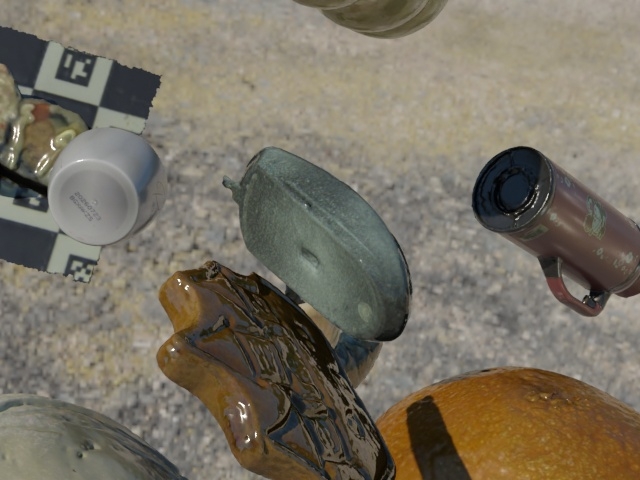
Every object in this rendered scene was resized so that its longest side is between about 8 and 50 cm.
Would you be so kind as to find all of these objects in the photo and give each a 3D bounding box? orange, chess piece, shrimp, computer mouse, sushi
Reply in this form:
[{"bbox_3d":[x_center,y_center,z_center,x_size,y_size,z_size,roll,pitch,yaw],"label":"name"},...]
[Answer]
[{"bbox_3d":[0.181,0.278,0.957,0.322,0.322,0.357,-17,26,-38],"label":"orange"},{"bbox_3d":[0.013,-0.289,1.059,0.167,0.167,0.300,21,12,21],"label":"chess piece"},{"bbox_3d":[0.017,0.169,1.860,0.068,0.185,0.287,-9,-17,38],"label":"shrimp"},{"bbox_3d":[0.005,-0.001,0.937,0.068,0.113,0.229,-23,51,-36],"label":"computer mouse"},{"bbox_3d":[-0.411,-0.142,1.314,0.373,0.296,0.100,17,-15,-2],"label":"sushi"}]

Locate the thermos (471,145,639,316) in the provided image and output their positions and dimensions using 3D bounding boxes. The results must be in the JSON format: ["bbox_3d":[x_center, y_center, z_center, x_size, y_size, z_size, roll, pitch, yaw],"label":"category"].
[{"bbox_3d":[0.331,0.005,1.386,0.330,0.109,0.136,27,41,-43],"label":"thermos"}]

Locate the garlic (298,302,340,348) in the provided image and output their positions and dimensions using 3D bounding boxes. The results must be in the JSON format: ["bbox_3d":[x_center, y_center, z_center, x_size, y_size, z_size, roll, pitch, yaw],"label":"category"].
[{"bbox_3d":[-0.056,0.152,1.644,0.174,0.124,0.099,-21,28,-14],"label":"garlic"}]

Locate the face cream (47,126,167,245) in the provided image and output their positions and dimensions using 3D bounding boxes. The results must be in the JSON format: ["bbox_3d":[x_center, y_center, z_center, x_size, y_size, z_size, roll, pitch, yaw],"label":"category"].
[{"bbox_3d":[-0.216,-0.053,1.113,0.117,0.117,0.104,9,21,0],"label":"face cream"}]

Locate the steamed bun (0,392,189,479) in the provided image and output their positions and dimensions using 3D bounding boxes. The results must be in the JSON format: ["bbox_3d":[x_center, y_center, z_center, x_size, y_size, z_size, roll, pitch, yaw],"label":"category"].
[{"bbox_3d":[-0.282,0.303,1.188,0.383,0.247,0.236,33,29,-34],"label":"steamed bun"}]

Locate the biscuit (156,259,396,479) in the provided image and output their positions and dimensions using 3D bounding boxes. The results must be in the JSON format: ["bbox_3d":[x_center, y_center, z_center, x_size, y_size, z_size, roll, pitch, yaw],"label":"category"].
[{"bbox_3d":[-0.027,0.085,0.682,0.215,0.034,0.182,28,27,-59],"label":"biscuit"}]
